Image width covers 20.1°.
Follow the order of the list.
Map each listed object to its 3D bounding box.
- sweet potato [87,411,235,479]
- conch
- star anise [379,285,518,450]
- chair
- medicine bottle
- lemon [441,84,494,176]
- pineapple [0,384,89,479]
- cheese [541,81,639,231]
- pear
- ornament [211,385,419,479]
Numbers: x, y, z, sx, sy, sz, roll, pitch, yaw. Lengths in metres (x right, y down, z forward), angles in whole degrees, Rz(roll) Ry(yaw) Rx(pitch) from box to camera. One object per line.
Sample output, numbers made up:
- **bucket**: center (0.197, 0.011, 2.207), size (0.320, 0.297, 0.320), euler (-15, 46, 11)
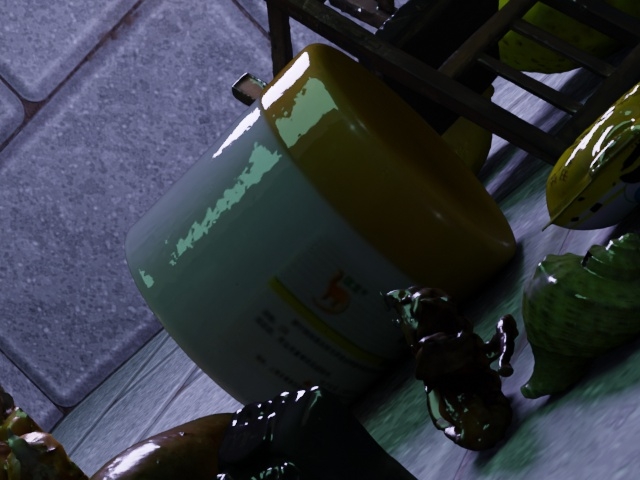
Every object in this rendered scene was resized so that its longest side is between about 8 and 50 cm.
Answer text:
- **sweet potato**: center (-0.133, 0.217, 1.223), size (0.079, 0.108, 0.346), euler (-18, 33, 45)
- **conch**: center (0.152, 0.040, 1.020), size (0.089, 0.074, 0.121), euler (-28, -31, -51)
- **star anise**: center (0.086, 0.072, 1.054), size (0.070, 0.097, 0.190), euler (-20, 7, 1)
- **chair**: center (0.116, -0.166, 1.763), size (0.203, 0.416, 0.240), euler (-45, -25, -24)
- **medicine bottle**: center (0.000, 0.000, 1.462), size (0.232, 0.238, 0.238), euler (-45, 5, 14)
- **lemon**: center (0.097, -0.115, 1.976), size (0.206, 0.173, 0.173), euler (-29, 12, 29)
- **pineapple**: center (-0.277, 0.240, 1.402), size (0.209, 0.286, 0.344), euler (-42, 5, -19)
- **cheese**: center (0.213, -0.060, 1.262), size (0.156, 0.064, 0.250), euler (-43, -4, 6)
- **pear**: center (0.259, -0.263, 1.915), size (0.292, 0.159, 0.292), euler (-16, 14, 4)
- **ornament**: center (-0.069, 0.223, 1.073), size (0.260, 0.106, 0.251), euler (-52, 5, -20)
